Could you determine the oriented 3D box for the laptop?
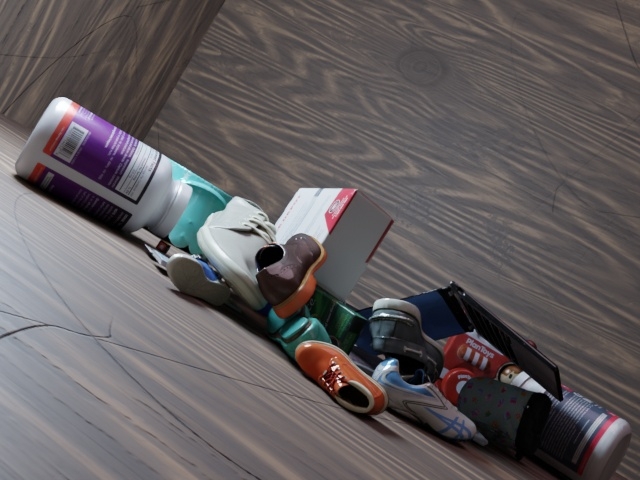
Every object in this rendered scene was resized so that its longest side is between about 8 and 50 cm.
[{"bbox_3d":[0.279,0.258,1.598,0.408,0.236,0.382,41,-2,27],"label":"laptop"}]

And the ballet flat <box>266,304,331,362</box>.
[{"bbox_3d":[-0.036,0.160,1.239,0.087,0.083,0.247,55,-6,-11],"label":"ballet flat"}]

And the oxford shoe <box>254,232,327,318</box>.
[{"bbox_3d":[-0.056,0.031,1.302,0.098,0.097,0.271,50,14,-14],"label":"oxford shoe"}]

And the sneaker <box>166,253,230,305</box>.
[{"bbox_3d":[-0.219,0.052,1.245,0.084,0.058,0.152,37,-1,38],"label":"sneaker"}]

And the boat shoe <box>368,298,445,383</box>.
[{"bbox_3d":[0.156,0.217,1.380,0.116,0.099,0.319,2,-30,21],"label":"boat shoe"}]

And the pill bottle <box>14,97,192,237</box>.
[{"bbox_3d":[-0.431,-0.135,1.510,0.323,0.182,0.181,31,-1,-21],"label":"pill bottle"}]

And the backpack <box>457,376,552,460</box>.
[{"bbox_3d":[0.388,0.366,1.606,0.182,0.152,0.115,13,-31,35],"label":"backpack"}]

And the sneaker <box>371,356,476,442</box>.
[{"bbox_3d":[0.186,0.276,1.275,0.237,0.086,0.085,32,-3,-25],"label":"sneaker"}]

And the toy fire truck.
[{"bbox_3d":[0.465,0.355,2.034,0.302,0.254,0.169,30,-1,0],"label":"toy fire truck"}]

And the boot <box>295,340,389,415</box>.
[{"bbox_3d":[0.022,0.194,1.064,0.158,0.059,0.084,31,4,20],"label":"boot"}]

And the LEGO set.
[{"bbox_3d":[-0.243,0.047,1.431,0.182,0.060,0.244,35,-3,-24],"label":"LEGO set"}]

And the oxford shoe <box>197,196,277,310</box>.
[{"bbox_3d":[-0.146,0.006,1.442,0.169,0.130,0.449,56,1,-16],"label":"oxford shoe"}]

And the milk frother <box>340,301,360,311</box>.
[{"bbox_3d":[0.115,0.220,2.265,0.134,0.143,0.129,28,-8,-15],"label":"milk frother"}]

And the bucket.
[{"bbox_3d":[-0.367,-0.090,1.979,0.281,0.183,0.281,30,-1,1],"label":"bucket"}]

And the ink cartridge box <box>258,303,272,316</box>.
[{"bbox_3d":[-0.124,0.124,1.619,0.097,0.046,0.207,32,-2,-22],"label":"ink cartridge box"}]

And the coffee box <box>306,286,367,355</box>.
[{"bbox_3d":[-0.007,0.150,1.345,0.040,0.113,0.184,27,3,-42],"label":"coffee box"}]

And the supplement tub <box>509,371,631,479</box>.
[{"bbox_3d":[0.571,0.449,1.771,0.272,0.191,0.191,30,-1,36],"label":"supplement tub"}]

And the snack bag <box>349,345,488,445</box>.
[{"bbox_3d":[0.165,0.297,1.553,0.342,0.037,0.323,31,-1,-12],"label":"snack bag"}]

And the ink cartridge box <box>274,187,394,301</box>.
[{"bbox_3d":[0.000,0.000,1.544,0.114,0.197,0.273,37,-11,-24],"label":"ink cartridge box"}]
